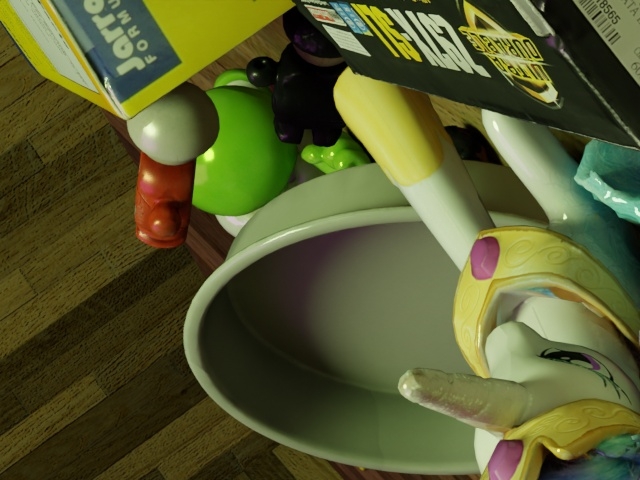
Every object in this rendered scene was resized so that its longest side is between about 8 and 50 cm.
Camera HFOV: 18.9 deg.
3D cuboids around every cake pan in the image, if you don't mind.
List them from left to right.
[{"bbox_3d":[0.067,0.048,1.136,0.293,0.293,0.054,66,-158,-51],"label":"cake pan"}]

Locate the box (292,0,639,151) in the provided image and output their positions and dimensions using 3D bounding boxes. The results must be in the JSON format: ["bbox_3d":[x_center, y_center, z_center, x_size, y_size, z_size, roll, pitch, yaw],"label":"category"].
[{"bbox_3d":[0.001,-0.164,0.685,0.257,0.079,0.322,47,175,-16],"label":"box"}]

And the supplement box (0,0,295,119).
[{"bbox_3d":[-0.140,-0.228,1.306,0.194,0.195,0.356,57,171,-18],"label":"supplement box"}]

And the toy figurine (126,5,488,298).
[{"bbox_3d":[-0.008,-0.043,1.282,0.209,0.213,0.148,48,153,20],"label":"toy figurine"}]

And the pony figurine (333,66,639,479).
[{"bbox_3d":[0.145,0.083,0.781,0.351,0.303,0.363,43,-161,-21],"label":"pony figurine"}]

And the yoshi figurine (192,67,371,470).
[{"bbox_3d":[-0.017,0.005,1.617,0.362,0.203,0.203,54,155,15],"label":"yoshi figurine"}]
